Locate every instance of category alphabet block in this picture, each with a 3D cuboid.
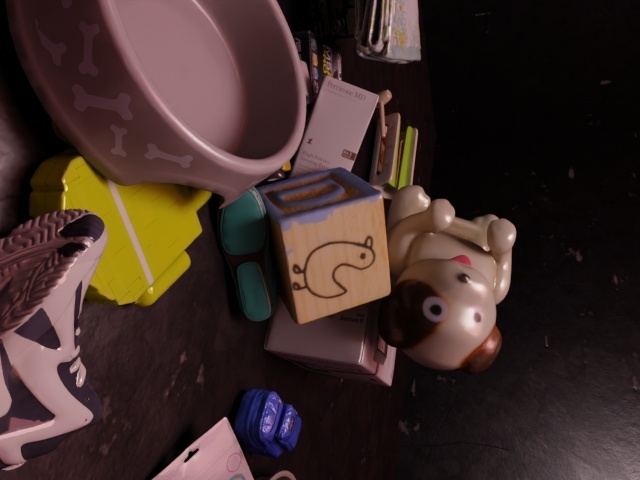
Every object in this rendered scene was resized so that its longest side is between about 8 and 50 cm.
[{"bbox_3d":[0.000,0.000,0.845,0.193,0.192,0.197,-129,-154,-61],"label":"alphabet block"}]

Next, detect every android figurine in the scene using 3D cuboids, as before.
[{"bbox_3d":[-0.220,-0.039,0.533,0.273,0.056,0.249,-61,147,-52],"label":"android figurine"}]

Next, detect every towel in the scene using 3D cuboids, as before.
[{"bbox_3d":[0.157,-0.567,1.036,0.374,0.090,0.321,-40,130,-63],"label":"towel"}]

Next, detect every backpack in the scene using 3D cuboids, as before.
[{"bbox_3d":[-0.094,0.322,0.839,0.098,0.100,0.120,-78,155,-42],"label":"backpack"}]

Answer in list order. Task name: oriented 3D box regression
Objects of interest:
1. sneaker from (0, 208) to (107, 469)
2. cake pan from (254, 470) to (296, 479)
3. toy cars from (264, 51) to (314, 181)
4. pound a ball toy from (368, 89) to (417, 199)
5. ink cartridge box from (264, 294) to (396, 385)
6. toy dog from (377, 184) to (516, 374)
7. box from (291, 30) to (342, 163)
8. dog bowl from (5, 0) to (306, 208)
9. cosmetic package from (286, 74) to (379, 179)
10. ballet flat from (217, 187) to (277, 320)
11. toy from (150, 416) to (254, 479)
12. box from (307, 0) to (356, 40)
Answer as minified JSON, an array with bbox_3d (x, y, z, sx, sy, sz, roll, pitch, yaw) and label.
[{"bbox_3d":[-0.241,0.098,0.414,0.153,0.093,0.235,65,42,-61],"label":"sneaker"},{"bbox_3d":[-0.116,0.581,0.862,0.293,0.054,0.294,2,90,-70],"label":"cake pan"},{"bbox_3d":[-0.108,-0.216,0.784,0.177,0.087,0.394,57,34,-39],"label":"toy cars"},{"bbox_3d":[0.224,-0.332,1.641,0.208,0.135,0.320,25,66,-40],"label":"pound a ball toy"},{"bbox_3d":[0.034,0.224,1.017,0.289,0.210,0.122,51,46,-58],"label":"ink cartridge box"},{"bbox_3d":[0.230,0.095,0.973,0.396,0.284,0.408,-60,-178,19],"label":"toy dog"},{"bbox_3d":[-0.006,-0.318,1.076,0.216,0.060,0.271,-28,118,-66],"label":"box"},{"bbox_3d":[-0.141,-0.211,0.527,0.348,0.102,0.349,30,53,-50],"label":"dog bowl"},{"bbox_3d":[0.020,-0.201,0.944,0.085,0.117,0.231,-100,-151,-72],"label":"cosmetic package"},{"bbox_3d":[-0.122,0.015,0.792,0.087,0.083,0.248,-103,-174,-69],"label":"ballet flat"},{"bbox_3d":[-0.163,0.397,0.695,0.136,0.056,0.238,-33,110,-41],"label":"toy"},{"bbox_3d":[0.047,-0.566,1.075,0.078,0.147,0.180,-59,144,-52],"label":"box"}]
